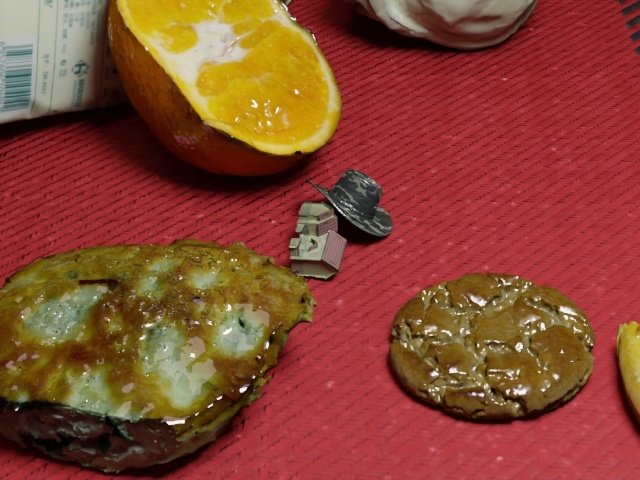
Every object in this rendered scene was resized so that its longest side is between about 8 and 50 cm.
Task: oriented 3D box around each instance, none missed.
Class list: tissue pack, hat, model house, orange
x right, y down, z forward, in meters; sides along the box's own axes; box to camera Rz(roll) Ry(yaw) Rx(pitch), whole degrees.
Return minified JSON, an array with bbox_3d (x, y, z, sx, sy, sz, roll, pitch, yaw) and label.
[{"bbox_3d":[-0.363,-0.360,1.594,0.297,0.380,0.207,-13,37,-38],"label":"tissue pack"},{"bbox_3d":[0.041,-0.056,1.471,0.121,0.050,0.121,28,14,-8],"label":"hat"},{"bbox_3d":[0.000,0.000,1.422,0.058,0.057,0.083,3,36,12],"label":"model house"},{"bbox_3d":[-0.120,-0.216,1.542,0.310,0.274,0.274,21,43,25],"label":"orange"}]

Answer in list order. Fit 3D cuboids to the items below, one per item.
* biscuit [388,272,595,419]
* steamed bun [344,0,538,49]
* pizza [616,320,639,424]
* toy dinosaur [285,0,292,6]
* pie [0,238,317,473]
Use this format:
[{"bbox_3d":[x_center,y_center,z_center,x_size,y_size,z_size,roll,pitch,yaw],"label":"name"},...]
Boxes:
[{"bbox_3d":[0.182,0.105,1.298,0.226,0.042,0.226,-1,39,1],"label":"biscuit"},{"bbox_3d":[0.168,-0.434,1.839,0.352,0.247,0.339,19,57,-2],"label":"steamed bun"},{"bbox_3d":[0.381,0.169,1.201,0.134,0.056,0.271,-14,40,-4],"label":"pizza"},{"bbox_3d":[-0.200,-0.382,1.872,0.327,0.113,0.206,28,46,34],"label":"toy dinosaur"},{"bbox_3d":[-0.186,0.100,1.258,0.355,0.103,0.288,3,38,11],"label":"pie"}]
